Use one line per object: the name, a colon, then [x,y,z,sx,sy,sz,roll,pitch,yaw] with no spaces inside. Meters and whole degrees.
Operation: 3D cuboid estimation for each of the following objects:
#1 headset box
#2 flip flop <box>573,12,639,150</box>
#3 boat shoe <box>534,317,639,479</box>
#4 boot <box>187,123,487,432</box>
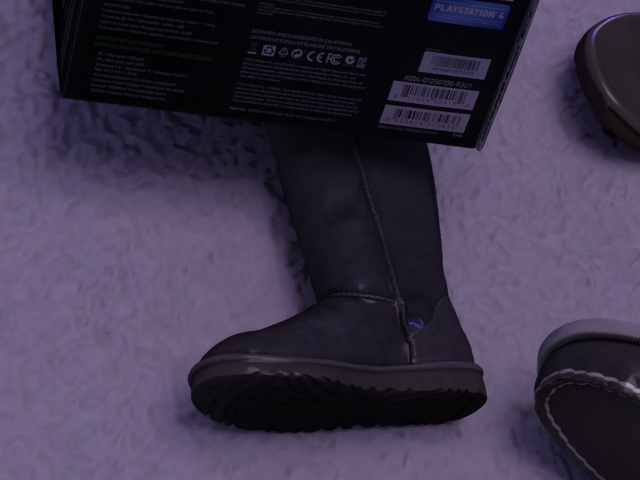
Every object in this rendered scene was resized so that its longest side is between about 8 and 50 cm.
headset box: [-0.029,-0.198,1.096,0.246,0.131,0.283,7,37,-16]
flip flop: [0.290,-0.119,1.233,0.277,0.080,0.112,-3,59,-22]
boat shoe: [0.239,0.156,1.010,0.305,0.109,0.091,35,48,0]
boot: [-0.002,0.001,1.046,0.189,0.076,0.208,5,61,-33]
